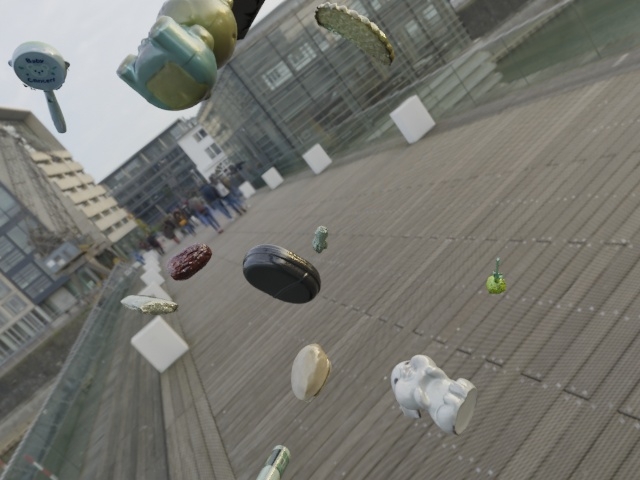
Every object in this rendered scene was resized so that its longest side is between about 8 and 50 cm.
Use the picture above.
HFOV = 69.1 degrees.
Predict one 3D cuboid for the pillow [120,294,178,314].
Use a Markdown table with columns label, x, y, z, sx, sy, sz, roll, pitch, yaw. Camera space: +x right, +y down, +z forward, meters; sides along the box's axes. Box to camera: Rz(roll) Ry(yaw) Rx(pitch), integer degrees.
| label | x | y | z | sx | sy | sz | roll | pitch | yaw |
| --- | --- | --- | --- | --- | --- | --- | --- | --- | --- |
| pillow | -0.509 | 0.191 | 1.377 | 0.208 | 0.119 | 0.053 | 0 | 81 | 51 |

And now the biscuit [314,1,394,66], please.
| label | x | y | z | sx | sy | sz | roll | pitch | yaw |
| --- | --- | --- | --- | --- | --- | --- | --- | --- | --- |
| biscuit | 0.099 | -0.601 | 1.323 | 0.036 | 0.274 | 0.187 | -57 | -1 | 4 |

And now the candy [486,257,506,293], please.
| label | x | y | z | sx | sy | sz | roll | pitch | yaw |
| --- | --- | --- | --- | --- | --- | --- | --- | --- | --- |
| candy | 0.696 | 0.136 | 1.830 | 0.077 | 0.262 | 0.073 | 14 | 64 | 25 |

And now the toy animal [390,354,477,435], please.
| label | x | y | z | sx | sy | sz | roll | pitch | yaw |
| --- | --- | --- | --- | --- | --- | --- | --- | --- | --- |
| toy animal | 0.265 | 0.363 | 1.088 | 0.193 | 0.178 | 0.127 | 11 | 57 | 46 |

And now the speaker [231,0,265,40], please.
| label | x | y | z | sx | sy | sz | roll | pitch | yaw |
| --- | --- | --- | --- | --- | --- | --- | --- | --- | --- |
| speaker | -0.217 | -0.687 | 1.152 | 0.180 | 0.184 | 0.388 | -30 | 44 | 55 |

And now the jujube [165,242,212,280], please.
| label | x | y | z | sx | sy | sz | roll | pitch | yaw |
| --- | --- | --- | --- | --- | --- | --- | --- | --- | --- |
| jujube | -0.360 | 0.058 | 1.282 | 0.129 | 0.077 | 0.077 | -35 | 13 | -15 |

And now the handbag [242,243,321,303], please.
| label | x | y | z | sx | sy | sz | roll | pitch | yaw |
| --- | --- | --- | --- | --- | --- | --- | --- | --- | --- |
| handbag | -0.147 | 0.134 | 1.729 | 0.254 | 0.308 | 0.093 | -41 | 24 | 48 |

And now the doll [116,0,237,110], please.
| label | x | y | z | sx | sy | sz | roll | pitch | yaw |
| --- | --- | --- | --- | --- | --- | --- | --- | --- | --- |
| doll | -0.261 | -0.386 | 0.923 | 0.177 | 0.162 | 0.260 | -28 | 38 | 35 |

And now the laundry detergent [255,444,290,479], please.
| label | x | y | z | sx | sy | sz | roll | pitch | yaw |
| --- | --- | --- | --- | --- | --- | --- | --- | --- | --- |
| laundry detergent | -0.166 | 0.756 | 1.452 | 0.099 | 0.070 | 0.225 | -67 | -8 | 28 |

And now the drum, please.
| label | x | y | z | sx | sy | sz | roll | pitch | yaw |
| --- | --- | --- | --- | --- | --- | --- | --- | --- | --- |
| drum | -0.708 | -0.380 | 1.171 | 0.253 | 0.130 | 0.049 | -57 | 40 | 42 |

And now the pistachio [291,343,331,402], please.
| label | x | y | z | sx | sy | sz | roll | pitch | yaw |
| --- | --- | --- | --- | --- | --- | --- | --- | --- | --- |
| pistachio | -0.036 | 0.516 | 1.820 | 0.153 | 0.126 | 0.223 | 2 | 65 | 16 |

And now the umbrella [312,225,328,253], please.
| label | x | y | z | sx | sy | sz | roll | pitch | yaw |
| --- | --- | --- | --- | --- | --- | --- | --- | --- | --- |
| umbrella | 0.000 | 0.000 | 1.951 | 0.067 | 0.143 | 0.062 | -1 | 43 | -8 |
